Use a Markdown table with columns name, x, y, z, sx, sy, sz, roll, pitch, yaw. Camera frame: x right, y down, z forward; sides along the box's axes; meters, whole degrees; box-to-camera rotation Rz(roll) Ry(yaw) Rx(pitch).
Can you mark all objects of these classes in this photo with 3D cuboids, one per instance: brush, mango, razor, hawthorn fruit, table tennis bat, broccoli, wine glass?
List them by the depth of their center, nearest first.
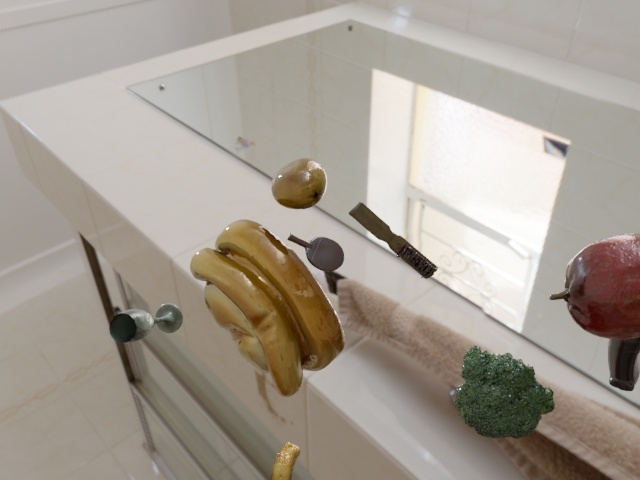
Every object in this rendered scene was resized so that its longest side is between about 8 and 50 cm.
| name | x | y | z | sx | sy | sz | roll | pitch | yaw |
| --- | --- | --- | --- | --- | --- | --- | --- | --- | --- |
| hawthorn fruit | 0.597 | 0.094 | 1.200 | 0.215 | 0.250 | 0.215 | -10 | -90 | -72 |
| brush | 0.163 | 0.005 | 1.281 | 0.248 | 0.036 | 0.043 | 40 | -80 | -20 |
| mango | -0.056 | -0.137 | 1.389 | 0.136 | 0.227 | 0.099 | -37 | -70 | -6 |
| table tennis bat | 0.000 | 0.000 | 1.595 | 0.119 | 0.170 | 0.107 | 117 | 177 | -55 |
| broccoli | 0.497 | 0.414 | 1.618 | 0.265 | 0.245 | 0.294 | -16 | -49 | 18 |
| wine glass | -0.464 | 0.188 | 1.769 | 0.264 | 0.096 | 0.309 | -46 | -9 | 5 |
| razor | 0.978 | 0.307 | 1.867 | 0.204 | 0.113 | 0.349 | -54 | -36 | -41 |

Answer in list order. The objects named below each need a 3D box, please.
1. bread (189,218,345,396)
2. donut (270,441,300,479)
| name | x | y | z | sx | sy | sz | roll | pitch | yaw |
| --- | --- | --- | --- | --- | --- | --- | --- | --- | --- |
| bread | -0.134 | 0.158 | 1.458 | 0.245 | 0.424 | 0.329 | -37 | -2 | -10 |
| donut | -0.065 | 0.439 | 1.150 | 0.083 | 0.038 | 0.067 | -34 | -51 | -66 |
